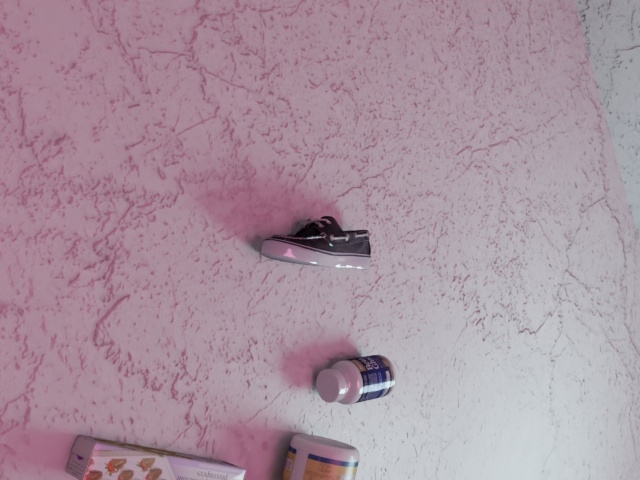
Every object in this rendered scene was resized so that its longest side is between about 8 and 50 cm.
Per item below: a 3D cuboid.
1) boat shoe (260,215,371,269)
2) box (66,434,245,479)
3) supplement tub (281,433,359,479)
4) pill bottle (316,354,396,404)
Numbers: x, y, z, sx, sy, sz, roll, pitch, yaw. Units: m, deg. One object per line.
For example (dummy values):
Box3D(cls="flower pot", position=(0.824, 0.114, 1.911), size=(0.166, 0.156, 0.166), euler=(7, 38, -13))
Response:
Box3D(cls="boat shoe", position=(0.000, 0.000, 1.463), size=(0.301, 0.108, 0.102), euler=(7, 88, -47))
Box3D(cls="box", position=(-0.272, 0.394, 1.257), size=(0.324, 0.067, 0.063), euler=(27, 75, -41))
Box3D(cls="supplement tub", position=(-0.010, 0.500, 1.464), size=(0.144, 0.144, 0.199), euler=(21, 79, -43))
Box3D(cls="pill bottle", position=(0.075, 0.299, 1.565), size=(0.169, 0.094, 0.094), euler=(-1, 94, -44))
